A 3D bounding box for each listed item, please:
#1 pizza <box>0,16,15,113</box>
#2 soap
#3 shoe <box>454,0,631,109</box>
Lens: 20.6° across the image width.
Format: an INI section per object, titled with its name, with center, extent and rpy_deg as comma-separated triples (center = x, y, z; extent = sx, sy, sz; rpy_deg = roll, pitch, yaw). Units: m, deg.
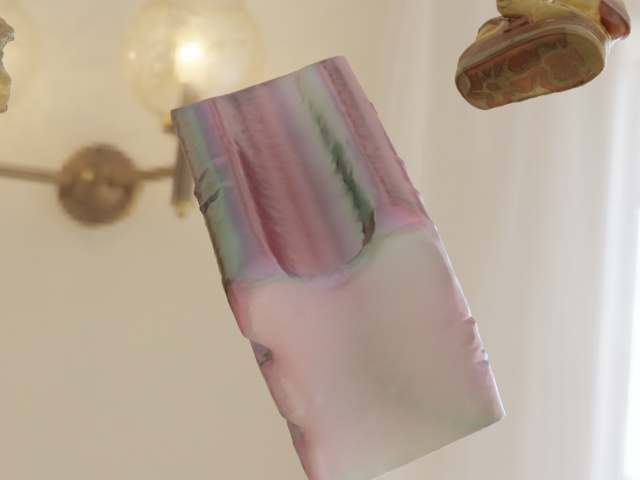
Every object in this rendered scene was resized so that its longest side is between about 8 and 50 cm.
[pizza]
center = -0.242, -0.098, 0.837
extent = 0.182, 0.062, 0.161
rpy_deg = -1, 26, -15
[soap]
center = 0.000, 0.000, 0.972
extent = 0.109, 0.324, 0.193
rpy_deg = -22, -58, -2
[shoe]
center = 0.133, -0.126, 1.083
extent = 0.072, 0.069, 0.109
rpy_deg = 38, -52, -19
